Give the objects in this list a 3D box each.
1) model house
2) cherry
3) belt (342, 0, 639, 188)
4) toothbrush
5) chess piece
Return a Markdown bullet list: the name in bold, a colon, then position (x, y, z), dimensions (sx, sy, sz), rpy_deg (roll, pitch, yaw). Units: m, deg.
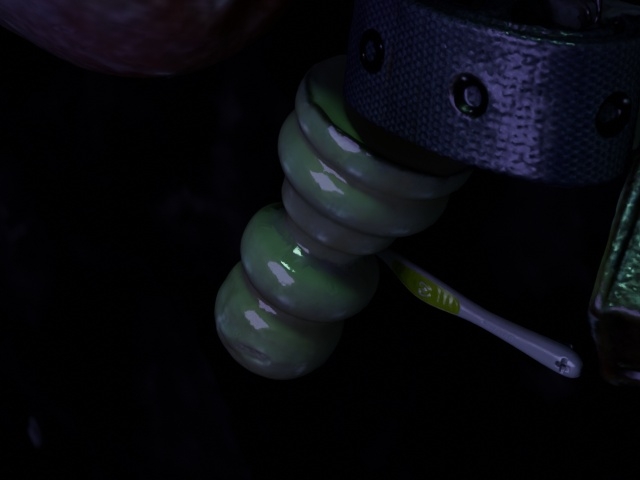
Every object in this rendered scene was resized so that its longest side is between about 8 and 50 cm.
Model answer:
- **model house**: position (0.250, 0.049, 1.208), dimensions (0.152, 0.106, 0.165), rpy_deg (20, 155, 27)
- **cherry**: position (-0.153, -0.275, 1.348), dimensions (0.335, 0.291, 0.326), rpy_deg (27, 142, 54)
- **belt**: position (0.111, -0.125, 1.242), dimensions (0.230, 0.140, 0.126), rpy_deg (29, 123, 47)
- **toothbrush**: position (0.088, 0.035, 1.415), dimensions (0.263, 0.026, 0.022), rpy_deg (29, 125, 32)
- **chess piece**: position (0.000, 0.000, 1.390), dimensions (0.133, 0.133, 0.243), rpy_deg (46, 126, 24)
